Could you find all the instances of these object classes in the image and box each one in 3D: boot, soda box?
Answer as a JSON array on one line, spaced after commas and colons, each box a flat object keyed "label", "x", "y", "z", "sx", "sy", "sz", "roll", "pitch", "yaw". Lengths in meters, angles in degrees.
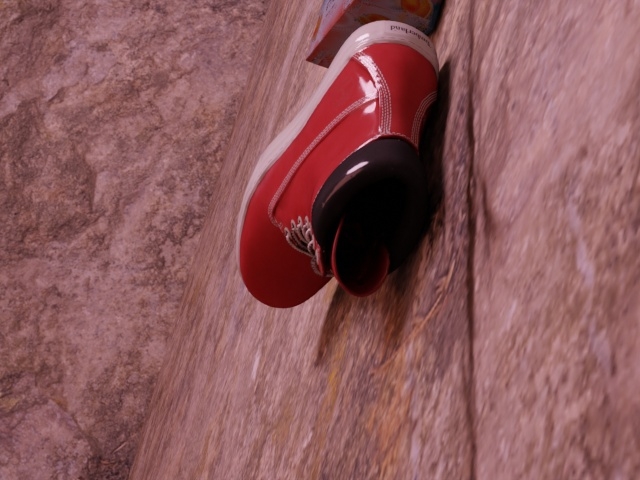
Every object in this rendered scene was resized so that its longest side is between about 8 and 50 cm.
[{"label": "boot", "x": 0.000, "y": 0.000, "z": 0.814, "sx": 0.176, "sy": 0.088, "sz": 0.244, "roll": -84, "pitch": 18, "yaw": -45}, {"label": "soda box", "x": 0.040, "y": -0.172, "z": 0.951, "sx": 0.183, "sy": 0.063, "sz": 0.058, "roll": 158, "pitch": 129, "yaw": -78}]
